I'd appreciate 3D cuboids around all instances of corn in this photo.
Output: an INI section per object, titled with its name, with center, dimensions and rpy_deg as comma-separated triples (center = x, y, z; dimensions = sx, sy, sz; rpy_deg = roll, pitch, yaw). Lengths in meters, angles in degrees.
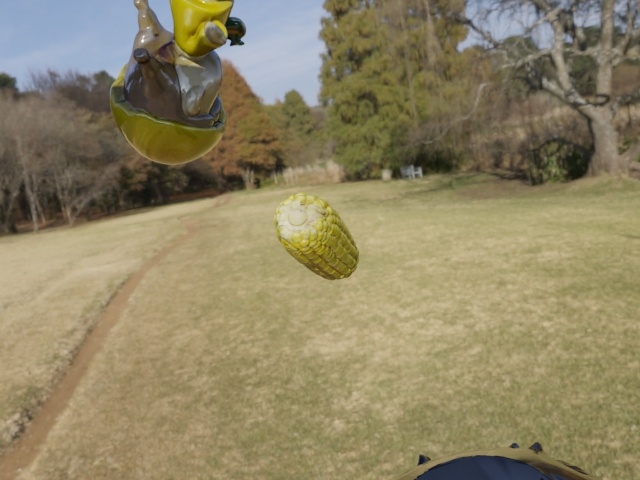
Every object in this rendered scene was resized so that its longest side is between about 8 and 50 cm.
[corn]
center = 0.000, 0.000, 0.777
dimensions = 0.081, 0.081, 0.248
rpy_deg = -9, -14, 10

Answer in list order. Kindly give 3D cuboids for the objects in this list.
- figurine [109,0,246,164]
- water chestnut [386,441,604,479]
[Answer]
[figurine]
center = -0.202, -0.277, 0.875
dimensions = 0.187, 0.343, 0.215
rpy_deg = 13, 39, -19
[water chestnut]
center = 0.161, 0.332, 0.472
dimensions = 0.336, 0.334, 0.347
rpy_deg = -8, -28, 22
